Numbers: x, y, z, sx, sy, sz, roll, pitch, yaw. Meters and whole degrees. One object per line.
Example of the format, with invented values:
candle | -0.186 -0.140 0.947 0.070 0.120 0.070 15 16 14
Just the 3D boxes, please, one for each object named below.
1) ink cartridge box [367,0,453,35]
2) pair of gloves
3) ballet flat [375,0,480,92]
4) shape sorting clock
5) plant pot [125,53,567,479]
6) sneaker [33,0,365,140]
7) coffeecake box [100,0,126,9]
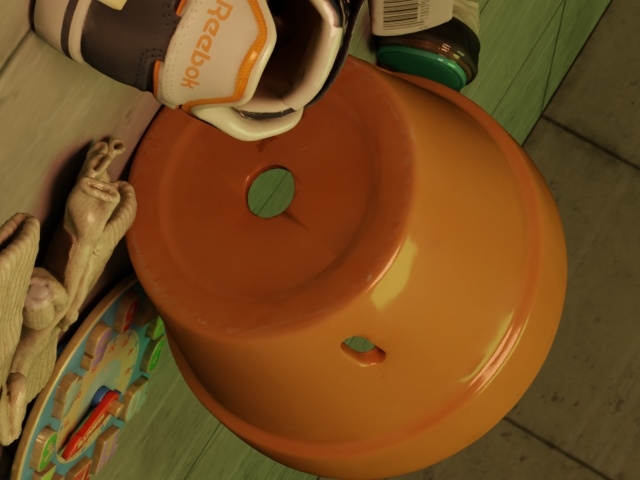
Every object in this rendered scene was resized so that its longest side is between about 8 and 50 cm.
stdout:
ink cartridge box | 0.037 -0.259 0.945 0.189 0.066 0.232 80 -2 -74
pair of gloves | -0.169 0.056 0.958 0.240 0.042 0.204 -60 175 -66
ballet flat | 0.099 -0.177 1.536 0.280 0.095 0.096 116 -4 -81
shape sorting clock | -0.162 0.114 1.215 0.206 0.040 0.206 -57 169 -17
plant pot | 0.000 0.000 1.109 0.291 0.291 0.203 -59 153 -5
sneaker | -0.035 -0.130 0.941 0.126 0.127 0.321 -66 169 22
coffeecake box | -0.099 -0.182 0.652 0.142 0.068 0.185 -60 169 3
